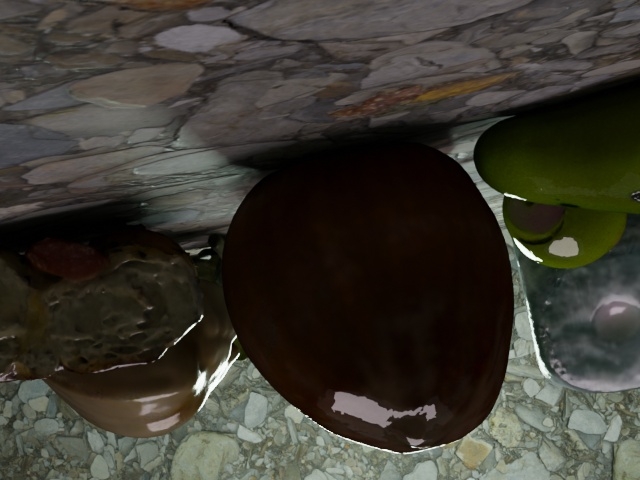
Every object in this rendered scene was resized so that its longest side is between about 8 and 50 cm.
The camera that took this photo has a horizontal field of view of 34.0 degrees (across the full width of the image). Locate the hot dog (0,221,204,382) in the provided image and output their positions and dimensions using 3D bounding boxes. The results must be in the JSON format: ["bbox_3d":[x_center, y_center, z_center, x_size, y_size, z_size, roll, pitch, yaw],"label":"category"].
[{"bbox_3d":[-0.328,0.076,1.375,0.367,0.196,0.365,-4,176,-3],"label":"hot dog"}]

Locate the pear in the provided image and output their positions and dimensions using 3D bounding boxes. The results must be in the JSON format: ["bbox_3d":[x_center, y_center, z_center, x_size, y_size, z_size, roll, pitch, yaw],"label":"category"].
[{"bbox_3d":[0.383,-0.045,1.631,0.187,0.187,0.219,-15,172,36],"label":"pear"}]

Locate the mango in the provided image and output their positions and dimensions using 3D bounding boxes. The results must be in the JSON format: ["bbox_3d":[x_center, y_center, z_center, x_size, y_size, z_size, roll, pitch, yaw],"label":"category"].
[{"bbox_3d":[0.318,-0.097,1.158,0.293,0.143,0.175,-3,177,18],"label":"mango"}]

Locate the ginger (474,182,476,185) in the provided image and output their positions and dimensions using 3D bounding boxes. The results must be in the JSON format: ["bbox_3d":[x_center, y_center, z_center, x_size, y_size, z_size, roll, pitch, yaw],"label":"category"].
[{"bbox_3d":[0.178,-0.065,1.617,0.137,0.057,0.044,-24,-147,51],"label":"ginger"}]

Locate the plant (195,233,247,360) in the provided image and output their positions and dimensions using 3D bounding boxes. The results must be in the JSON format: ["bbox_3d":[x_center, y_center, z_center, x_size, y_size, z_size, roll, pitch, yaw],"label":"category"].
[{"bbox_3d":[-0.162,0.063,1.974,0.306,0.297,0.261,-52,-147,-9],"label":"plant"}]

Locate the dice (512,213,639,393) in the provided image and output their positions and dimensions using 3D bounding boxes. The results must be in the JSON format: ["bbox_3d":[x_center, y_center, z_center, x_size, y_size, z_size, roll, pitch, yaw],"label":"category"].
[{"bbox_3d":[0.552,0.068,2.016,0.328,0.330,0.348,-11,-156,10],"label":"dice"}]

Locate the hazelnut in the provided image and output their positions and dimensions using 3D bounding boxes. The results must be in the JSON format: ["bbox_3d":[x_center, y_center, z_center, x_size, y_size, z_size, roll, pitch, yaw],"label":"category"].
[{"bbox_3d":[0.061,0.061,1.194,0.366,0.366,0.366,-11,176,-1],"label":"hazelnut"}]

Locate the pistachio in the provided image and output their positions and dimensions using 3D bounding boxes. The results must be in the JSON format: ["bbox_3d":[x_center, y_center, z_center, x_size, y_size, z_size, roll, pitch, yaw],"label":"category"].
[{"bbox_3d":[-0.309,0.155,1.730,0.365,0.281,0.445,-3,-159,-23],"label":"pistachio"}]

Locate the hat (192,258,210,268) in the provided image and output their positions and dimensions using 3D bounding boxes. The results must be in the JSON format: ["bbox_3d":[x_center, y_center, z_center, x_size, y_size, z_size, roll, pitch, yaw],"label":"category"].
[{"bbox_3d":[-0.289,0.063,2.214,0.166,0.144,0.173,-11,132,24],"label":"hat"}]
